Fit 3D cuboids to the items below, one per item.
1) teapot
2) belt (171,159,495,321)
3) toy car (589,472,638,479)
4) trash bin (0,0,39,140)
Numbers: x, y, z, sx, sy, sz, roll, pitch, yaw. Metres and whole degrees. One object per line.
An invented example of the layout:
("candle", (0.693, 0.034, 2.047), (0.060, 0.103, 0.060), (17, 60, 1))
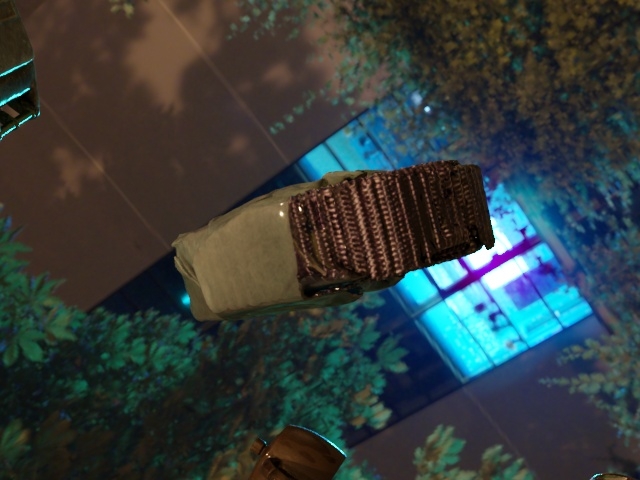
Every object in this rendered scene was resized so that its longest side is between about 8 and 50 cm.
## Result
("teapot", (-0.028, 0.184, 0.640), (0.068, 0.076, 0.121), (35, 176, 9))
("belt", (0.000, 0.000, 0.785), (0.260, 0.324, 0.122), (-16, -88, -49))
("toy car", (0.214, 0.251, 0.623), (0.069, 0.142, 0.055), (25, -168, 14))
("trash bin", (-0.638, -0.265, 1.174), (0.259, 0.380, 0.295), (-83, -20, -67))
